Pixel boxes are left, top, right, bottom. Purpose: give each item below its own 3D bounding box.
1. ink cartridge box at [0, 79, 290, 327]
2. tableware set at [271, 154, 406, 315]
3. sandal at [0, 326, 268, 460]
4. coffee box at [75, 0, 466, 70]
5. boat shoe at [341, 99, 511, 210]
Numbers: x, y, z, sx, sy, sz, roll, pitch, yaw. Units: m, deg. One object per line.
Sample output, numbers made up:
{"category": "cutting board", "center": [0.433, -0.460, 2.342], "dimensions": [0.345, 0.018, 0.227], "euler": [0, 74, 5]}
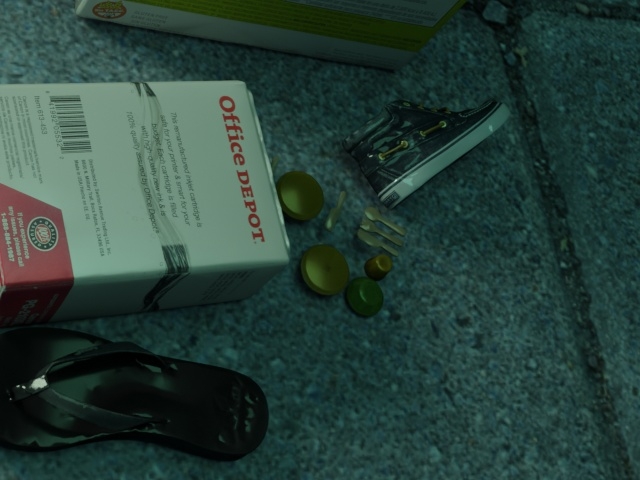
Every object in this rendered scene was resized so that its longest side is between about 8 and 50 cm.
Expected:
{"category": "ink cartridge box", "center": [-0.163, -0.033, 1.030], "dimensions": [0.237, 0.100, 0.172], "euler": [-5, 70, -28]}
{"category": "tableware set", "center": [0.000, 0.000, 1.148], "dimensions": [0.154, 0.024, 0.104], "euler": [29, 60, -14]}
{"category": "sandal", "center": [-0.157, 0.115, 0.991], "dimensions": [0.254, 0.054, 0.097], "euler": [8, 64, -24]}
{"category": "coffee box", "center": [-0.013, -0.396, 1.135], "dimensions": [0.338, 0.334, 0.338], "euler": [6, 64, -25]}
{"category": "boat shoe", "center": [0.105, -0.109, 1.225], "dimensions": [0.183, 0.065, 0.083], "euler": [-36, 88, -34]}
